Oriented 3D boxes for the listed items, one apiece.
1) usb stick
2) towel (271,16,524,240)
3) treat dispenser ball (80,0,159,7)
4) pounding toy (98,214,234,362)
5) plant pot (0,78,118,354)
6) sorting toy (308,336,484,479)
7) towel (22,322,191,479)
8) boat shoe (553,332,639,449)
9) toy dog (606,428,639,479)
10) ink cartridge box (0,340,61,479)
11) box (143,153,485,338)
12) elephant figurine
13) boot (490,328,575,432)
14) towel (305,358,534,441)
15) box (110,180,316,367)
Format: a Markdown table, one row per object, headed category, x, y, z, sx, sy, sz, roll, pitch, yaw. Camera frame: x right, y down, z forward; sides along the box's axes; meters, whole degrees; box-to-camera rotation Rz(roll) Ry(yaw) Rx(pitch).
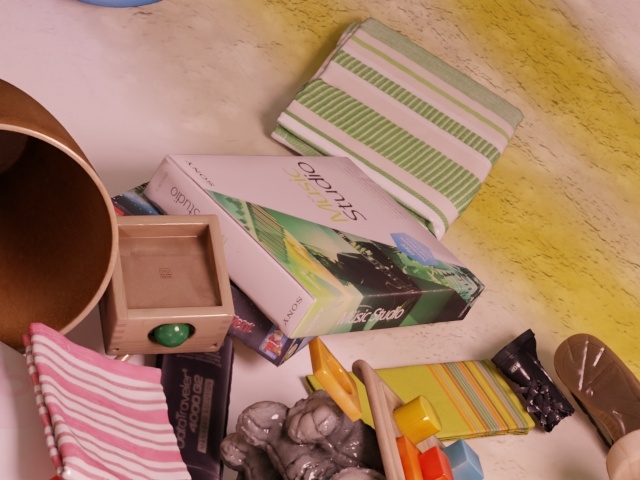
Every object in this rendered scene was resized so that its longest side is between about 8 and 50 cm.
| category | x | y | z | sx | sy | sz | roll | pitch | yaw |
| --- | --- | --- | --- | --- | --- | --- | --- | --- | --- |
| usb stick | -0.124 | 0.177 | 1.792 | 0.077 | 0.045 | 0.278 | 14 | 38 | -8 |
| towel | 0.095 | -0.141 | 2.327 | 0.248 | 0.038 | 0.325 | 32 | 34 | 2 |
| treat dispenser ball | -0.229 | -0.409 | 2.220 | 0.288 | 0.288 | 0.288 | 18 | 38 | -14 |
| pounding toy | -0.158 | 0.061 | 1.815 | 0.130 | 0.100 | 0.141 | -1 | 59 | -17 |
| plant pot | -0.321 | -0.056 | 1.815 | 0.237 | 0.237 | 0.254 | 13 | 25 | -20 |
| sorting toy | 0.108 | 0.207 | 1.747 | 0.347 | 0.047 | 0.196 | 47 | 14 | -35 |
| towel | -0.180 | 0.157 | 1.681 | 0.144 | 0.029 | 0.197 | 26 | 25 | -34 |
| boat shoe | 0.331 | 0.191 | 2.047 | 0.223 | 0.080 | 0.073 | 50 | 4 | 13 |
| toy dog | 0.382 | 0.329 | 1.892 | 0.334 | 0.161 | 0.220 | 39 | 32 | -11 |
| ink cartridge box | -0.253 | 0.189 | 1.648 | 0.232 | 0.066 | 0.189 | 25 | 33 | 23 |
| box | 0.000 | 0.000 | 2.002 | 0.232 | 0.058 | 0.322 | 43 | 26 | 26 |
| elephant figurine | -0.001 | 0.266 | 1.693 | 0.186 | 0.169 | 0.239 | -14 | 50 | 2 |
| boot | 0.229 | 0.147 | 2.056 | 0.099 | 0.045 | 0.121 | 50 | 16 | 5 |
| towel | 0.101 | 0.167 | 1.975 | 0.237 | 0.021 | 0.102 | -2 | 43 | -35 |
| box | -0.098 | 0.024 | 1.960 | 0.233 | 0.044 | 0.159 | 36 | 22 | 10 |
